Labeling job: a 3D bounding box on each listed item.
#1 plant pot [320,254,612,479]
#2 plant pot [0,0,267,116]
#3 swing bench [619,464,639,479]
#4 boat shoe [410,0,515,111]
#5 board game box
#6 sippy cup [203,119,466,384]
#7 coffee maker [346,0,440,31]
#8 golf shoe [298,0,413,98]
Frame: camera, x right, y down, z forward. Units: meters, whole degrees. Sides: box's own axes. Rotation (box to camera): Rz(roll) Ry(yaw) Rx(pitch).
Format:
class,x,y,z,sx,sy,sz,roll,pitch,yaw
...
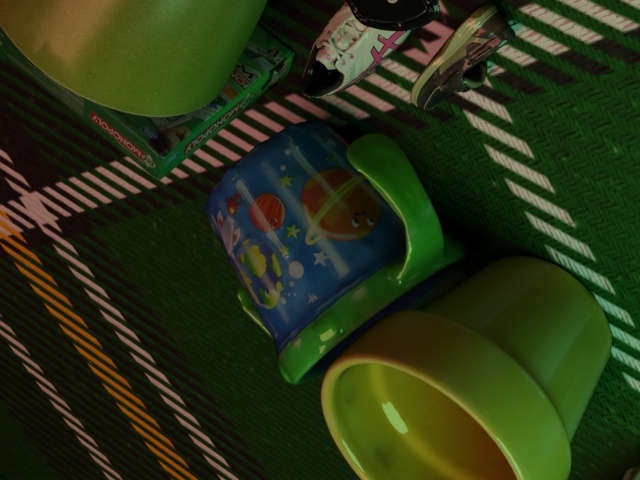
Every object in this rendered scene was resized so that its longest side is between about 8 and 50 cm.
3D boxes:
class,x,y,z,sx,sy,sz,roll,pitch,yaw
plant pot,0.170,0.145,1.459,0.254,0.239,0.254,30,144,25
plant pot,-0.135,-0.312,1.335,0.275,0.275,0.293,45,132,2
swing bench,0.366,0.405,1.581,0.255,0.165,0.253,43,147,7
boat shoe,0.133,-0.163,1.345,0.049,0.056,0.152,47,147,8
board game box,-0.216,-0.227,1.523,0.317,0.213,0.046,39,146,13
sippy cup,0.000,0.000,1.533,0.305,0.240,0.224,-40,80,19
coffee maker,0.087,-0.284,1.156,0.120,0.178,0.171,22,142,29
golf shoe,0.038,-0.197,1.388,0.067,0.086,0.186,45,145,6
